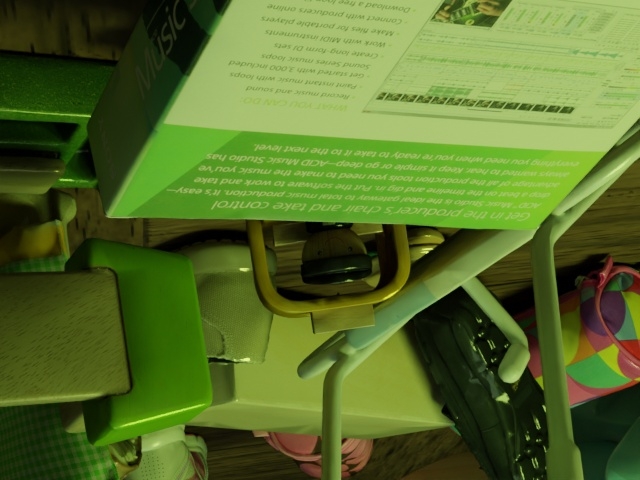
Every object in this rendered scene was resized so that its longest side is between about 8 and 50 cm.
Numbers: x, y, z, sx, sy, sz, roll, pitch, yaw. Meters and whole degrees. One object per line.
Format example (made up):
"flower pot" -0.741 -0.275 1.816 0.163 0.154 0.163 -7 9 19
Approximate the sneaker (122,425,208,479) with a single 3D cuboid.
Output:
"sneaker" -0.166 0.251 1.534 0.103 0.111 0.252 -10 161 1

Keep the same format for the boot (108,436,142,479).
"boot" -0.288 0.236 1.274 0.269 0.089 0.236 -27 -162 3

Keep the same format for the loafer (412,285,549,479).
"loafer" 0.140 0.135 1.245 0.078 0.223 0.076 -4 -153 48

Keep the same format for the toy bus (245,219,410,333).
"toy bus" 0.005 0.000 0.871 0.191 0.104 0.202 -12 176 42

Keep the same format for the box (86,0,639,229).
"box" 0.065 -0.113 0.603 0.232 0.058 0.322 2 145 -29

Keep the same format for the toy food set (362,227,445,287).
"toy food set" 0.065 0.015 1.112 0.082 0.020 0.083 -22 158 32

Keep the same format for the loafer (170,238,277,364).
"loafer" -0.140 0.077 1.081 0.268 0.092 0.102 -24 156 36

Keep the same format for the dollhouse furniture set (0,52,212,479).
"dollhouse furniture set" -0.195 0.052 0.824 0.151 0.197 0.301 -1 158 -28

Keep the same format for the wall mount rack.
"wall mount rack" 0.105 0.067 0.925 0.350 0.130 0.304 -38 -179 43

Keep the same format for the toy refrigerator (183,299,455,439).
"toy refrigerator" -0.012 0.101 1.218 0.102 0.094 0.269 -16 160 39

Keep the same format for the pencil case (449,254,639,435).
"pencil case" 0.194 0.095 1.294 0.104 0.104 0.236 5 154 -36

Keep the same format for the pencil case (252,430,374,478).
"pencil case" -0.003 0.178 1.437 0.098 0.095 0.209 -19 162 2

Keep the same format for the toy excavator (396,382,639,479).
"toy excavator" 0.258 0.234 1.451 0.445 0.222 0.433 6 -146 39
